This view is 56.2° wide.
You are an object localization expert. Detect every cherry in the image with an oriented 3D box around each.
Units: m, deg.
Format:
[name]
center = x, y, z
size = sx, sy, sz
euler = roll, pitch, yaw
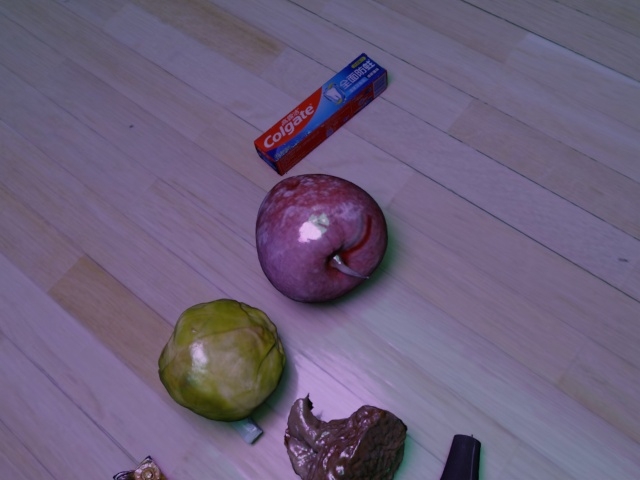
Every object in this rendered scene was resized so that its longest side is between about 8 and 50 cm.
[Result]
[cherry]
center = 0.000, 0.000, 1.085
size = 0.236, 0.212, 0.285
euler = -22, 43, -27

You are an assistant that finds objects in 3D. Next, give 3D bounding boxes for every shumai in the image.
[shumai]
center = 0.026, 0.336, 0.975
size = 0.206, 0.166, 0.176
euler = -46, 46, -14

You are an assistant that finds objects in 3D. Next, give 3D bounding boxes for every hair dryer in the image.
[hair dryer]
center = 0.296, 0.449, 0.932
size = 0.272, 0.091, 0.235
euler = 20, 59, 2

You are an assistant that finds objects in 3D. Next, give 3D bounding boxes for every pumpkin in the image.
[pumpkin]
center = -0.297, 0.422, 1.019
size = 0.073, 0.035, 0.101
euler = -29, 50, -26

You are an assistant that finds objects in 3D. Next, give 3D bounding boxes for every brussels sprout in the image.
[brussels sprout]
center = -0.162, 0.201, 1.018
size = 0.223, 0.161, 0.223
euler = 10, 48, -12

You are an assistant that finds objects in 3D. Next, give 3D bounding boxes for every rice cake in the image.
[rice cake]
center = -0.171, 0.285, 1.073
size = 0.042, 0.030, 0.180
euler = -45, 68, -8

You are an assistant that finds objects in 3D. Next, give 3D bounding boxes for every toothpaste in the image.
[toothpaste]
center = 0.005, -0.272, 1.286
size = 0.320, 0.066, 0.076
euler = -42, 67, -12
